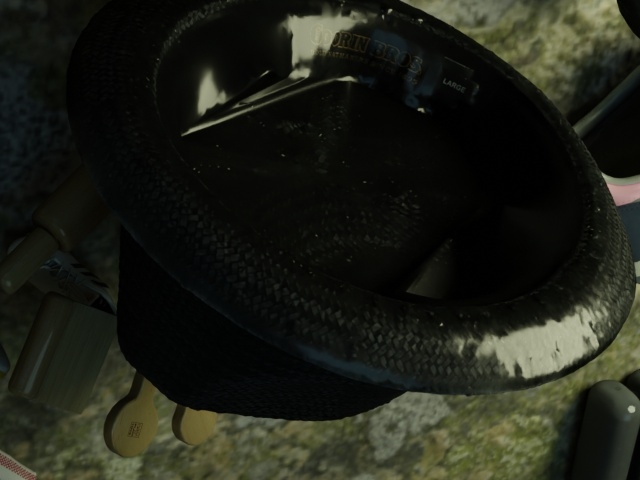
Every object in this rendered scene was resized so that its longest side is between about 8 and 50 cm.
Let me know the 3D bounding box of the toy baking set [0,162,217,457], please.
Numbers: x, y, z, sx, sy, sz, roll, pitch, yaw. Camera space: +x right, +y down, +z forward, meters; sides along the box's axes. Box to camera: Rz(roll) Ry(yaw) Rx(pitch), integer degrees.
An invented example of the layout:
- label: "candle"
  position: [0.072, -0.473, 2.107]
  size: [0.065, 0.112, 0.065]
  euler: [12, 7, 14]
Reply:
- label: "toy baking set"
  position: [-0.080, 0.010, 1.050]
  size: [0.256, 0.030, 0.197]
  euler: [-51, 135, -20]

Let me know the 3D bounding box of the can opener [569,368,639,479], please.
- label: "can opener"
  position: [0.233, 0.236, 1.394]
  size: [0.076, 0.095, 0.283]
  euler: [-13, 127, -28]

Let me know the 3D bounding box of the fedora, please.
- label: "fedora"
  position: [0.000, 0.000, 0.951]
  size: [0.334, 0.334, 0.152]
  euler: [2, 134, -35]

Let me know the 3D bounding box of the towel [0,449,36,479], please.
- label: "towel"
  position: [-0.261, 0.170, 0.972]
  size: [0.197, 0.029, 0.144]
  euler: [-49, 139, 0]

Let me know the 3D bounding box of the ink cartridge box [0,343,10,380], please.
- label: "ink cartridge box"
  position: [-0.365, 0.108, 0.916]
  size: [0.307, 0.072, 0.303]
  euler: [-52, 135, 3]

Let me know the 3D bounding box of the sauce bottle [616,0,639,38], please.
- label: "sauce bottle"
  position: [0.141, -0.234, 0.995]
  size: [0.111, 0.111, 0.344]
  euler: [-44, 133, -1]

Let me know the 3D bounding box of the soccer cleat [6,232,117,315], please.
- label: "soccer cleat"
  position: [-0.144, 0.023, 1.029]
  size: [0.029, 0.035, 0.083]
  euler: [-46, 134, 2]

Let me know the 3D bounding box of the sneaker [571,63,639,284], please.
- label: "sneaker"
  position: [0.279, -0.107, 1.178]
  size: [0.319, 0.112, 0.131]
  euler: [-41, 137, -5]
